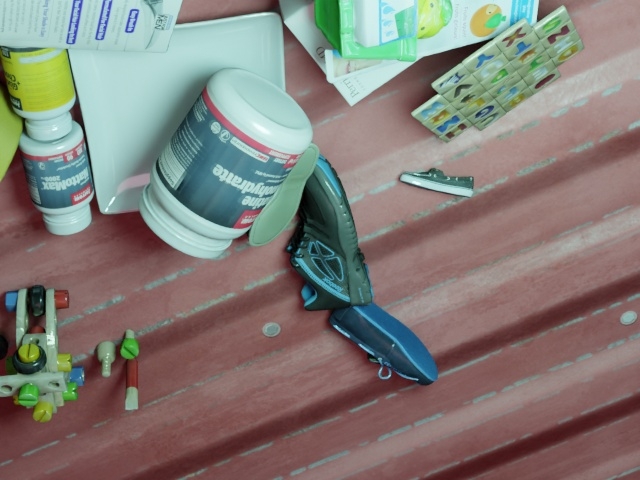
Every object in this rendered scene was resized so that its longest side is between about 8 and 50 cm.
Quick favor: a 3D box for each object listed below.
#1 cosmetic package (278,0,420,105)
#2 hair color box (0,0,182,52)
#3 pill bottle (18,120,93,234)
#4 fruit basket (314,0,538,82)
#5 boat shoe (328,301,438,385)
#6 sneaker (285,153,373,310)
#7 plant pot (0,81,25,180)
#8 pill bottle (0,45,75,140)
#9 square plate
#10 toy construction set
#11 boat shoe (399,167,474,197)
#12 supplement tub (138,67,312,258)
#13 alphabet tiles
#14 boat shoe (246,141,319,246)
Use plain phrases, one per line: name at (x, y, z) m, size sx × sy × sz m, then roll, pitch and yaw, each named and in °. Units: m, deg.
cosmetic package at (0.132, -0.407, 1.770) m, size 0.365 × 0.155 × 0.197 m, roll -35°, pitch 122°, yaw 13°
hair color box at (-0.379, -0.370, 1.658) m, size 0.338 × 0.110 × 0.185 m, roll 1°, pitch 157°, yaw -18°
pill bottle at (-0.440, -0.105, 1.911) m, size 0.108 × 0.108 × 0.180 m, roll -7°, pitch 126°, yaw -5°
fruit basket at (0.166, -0.393, 1.589) m, size 0.353 × 0.165 × 0.327 m, roll -12°, pitch 132°, yaw -11°
boat shoe at (0.124, 0.201, 2.242) m, size 0.089 × 0.109 × 0.258 m, roll -39°, pitch 106°, yaw 25°
sneaker at (0.000, 0.000, 2.050) m, size 0.139 × 0.125 × 0.341 m, roll -14°, pitch 125°, yaw 3°
plant pot at (-0.601, -0.161, 1.769) m, size 0.212 × 0.187 × 0.212 m, roll -28°, pitch 137°, yaw 9°
pill bottle at (-0.448, -0.257, 1.805) m, size 0.103 × 0.103 × 0.184 m, roll -7°, pitch 125°, yaw -5°
square plate at (-0.226, -0.214, 1.907) m, size 0.344 × 0.049 × 0.347 m, roll -7°, pitch 125°, yaw -5°
toy construction set at (-0.476, 0.253, 2.075) m, size 0.308 × 0.237 × 0.257 m, roll 16°, pitch 120°, yaw -20°
boat shoe at (0.213, -0.110, 2.063) m, size 0.142 × 0.049 × 0.040 m, roll 11°, pitch 89°, yaw -15°
supplement tub at (-0.156, -0.124, 1.835) m, size 0.191 × 0.191 × 0.272 m, roll 25°, pitch 117°, yaw -24°
alphabet tiles at (0.295, -0.263, 1.852) m, size 0.285 × 0.011 × 0.342 m, roll -35°, pitch 164°, yaw 13°
boat shoe at (-0.076, -0.092, 1.953) m, size 0.081 × 0.069 × 0.228 m, roll -2°, pitch 131°, yaw -43°
